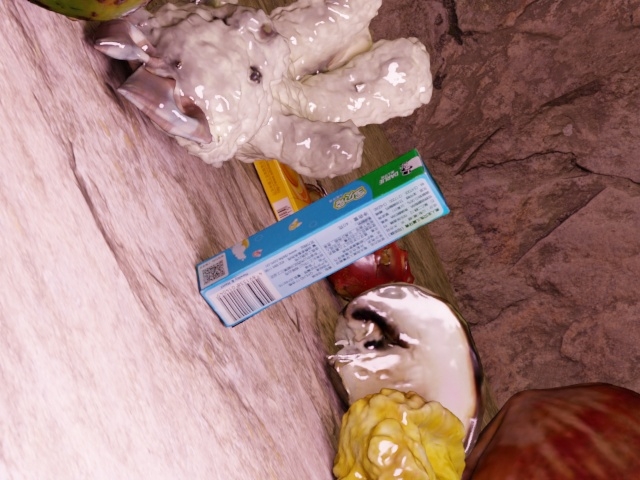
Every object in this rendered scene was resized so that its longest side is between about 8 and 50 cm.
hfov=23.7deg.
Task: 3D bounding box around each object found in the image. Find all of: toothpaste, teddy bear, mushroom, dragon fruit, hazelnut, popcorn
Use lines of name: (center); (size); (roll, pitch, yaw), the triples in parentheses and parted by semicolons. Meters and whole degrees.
toothpaste: (0.000, 0.000, 1.580); (0.065, 0.267, 0.050); (55, 12, -35)
teddy bear: (-0.054, -0.221, 1.742); (0.327, 0.375, 0.362); (60, -6, 12)
mushroom: (0.116, 0.183, 2.051); (0.267, 0.190, 0.164); (63, -6, -3)
dragon fruit: (0.041, 0.003, 2.363); (0.246, 0.125, 0.125); (54, 28, -3)
hazelnut: (0.365, 0.419, 2.162); (0.402, 0.429, 0.402); (43, -29, 32)
popcorn: (0.088, 0.268, 1.781); (0.197, 0.156, 0.197); (-9, 90, -69)

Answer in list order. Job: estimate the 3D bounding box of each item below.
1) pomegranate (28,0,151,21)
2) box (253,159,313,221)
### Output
pomegranate: (-0.219, -0.286, 1.417); (0.248, 0.202, 0.202); (117, -47, -66)
box: (-0.053, -0.081, 2.254); (0.152, 0.043, 0.269); (26, 40, -77)
